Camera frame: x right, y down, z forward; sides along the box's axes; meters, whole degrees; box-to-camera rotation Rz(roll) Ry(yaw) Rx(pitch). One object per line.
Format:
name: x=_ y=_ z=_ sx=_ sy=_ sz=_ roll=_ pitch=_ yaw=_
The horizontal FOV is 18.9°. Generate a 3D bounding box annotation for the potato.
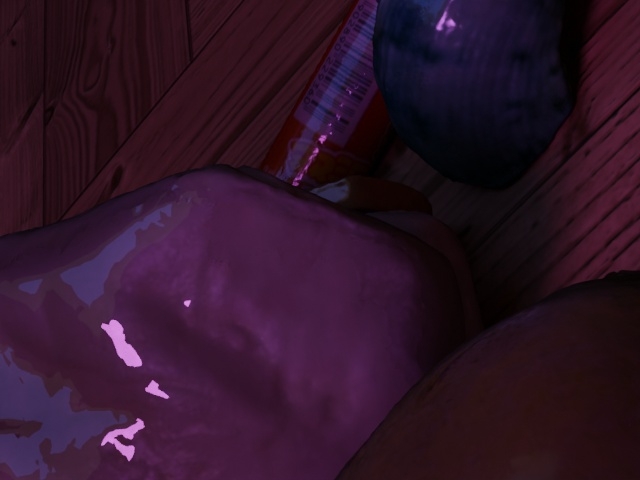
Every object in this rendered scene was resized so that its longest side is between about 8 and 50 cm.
potato: x=0.100 y=0.172 z=0.830 sx=0.326 sy=0.221 sz=0.243 roll=-53 pitch=20 yaw=13

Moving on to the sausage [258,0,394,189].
sausage: x=0.051 y=-0.147 z=1.343 sx=0.274 sy=0.074 sz=0.074 roll=-61 pitch=28 yaw=7

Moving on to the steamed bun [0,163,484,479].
steamed bun: x=-0.066 y=0.117 z=1.091 sx=0.367 sy=0.342 sz=0.255 roll=-25 pitch=71 yaw=42

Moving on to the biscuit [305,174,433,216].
biscuit: x=0.000 y=0.000 z=1.232 sx=0.221 sy=0.142 sz=0.029 roll=130 pitch=136 yaw=-67

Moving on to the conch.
conch: x=0.089 y=-0.161 z=1.221 sx=0.196 sy=0.134 sz=0.202 roll=-48 pitch=33 yaw=25
